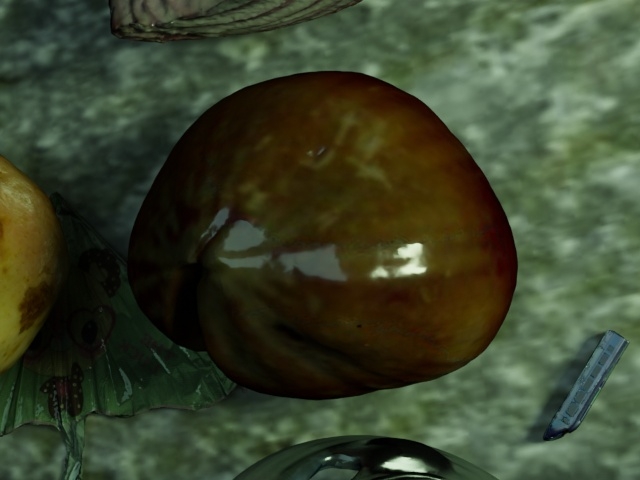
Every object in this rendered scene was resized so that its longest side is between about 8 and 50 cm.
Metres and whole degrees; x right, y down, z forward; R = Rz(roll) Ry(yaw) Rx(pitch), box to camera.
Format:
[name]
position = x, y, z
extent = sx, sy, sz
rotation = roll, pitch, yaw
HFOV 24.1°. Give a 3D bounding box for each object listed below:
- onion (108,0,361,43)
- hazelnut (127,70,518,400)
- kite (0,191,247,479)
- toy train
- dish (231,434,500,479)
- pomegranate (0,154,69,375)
[onion]
position = -0.014, -0.240, 1.059
extent = 0.250, 0.111, 0.247
rotation = -13, 53, 34
[hazelnut]
position = 0.000, 0.000, 0.949
extent = 0.251, 0.217, 0.217
rotation = 20, 90, 28
[kite]
position = -0.196, 0.093, 1.136
extent = 0.323, 0.013, 0.267
rotation = -13, 75, 26
[toy train]
position = 0.169, 0.095, 0.954
extent = 0.017, 0.017, 0.083
rotation = 32, 96, 20
[dish]
position = 0.058, 0.199, 0.834
extent = 0.273, 0.273, 0.134
rotation = 48, 137, 24
[pomegranate]
position = -0.285, 0.011, 1.082
extent = 0.215, 0.215, 0.215
rotation = -5, 79, 25
